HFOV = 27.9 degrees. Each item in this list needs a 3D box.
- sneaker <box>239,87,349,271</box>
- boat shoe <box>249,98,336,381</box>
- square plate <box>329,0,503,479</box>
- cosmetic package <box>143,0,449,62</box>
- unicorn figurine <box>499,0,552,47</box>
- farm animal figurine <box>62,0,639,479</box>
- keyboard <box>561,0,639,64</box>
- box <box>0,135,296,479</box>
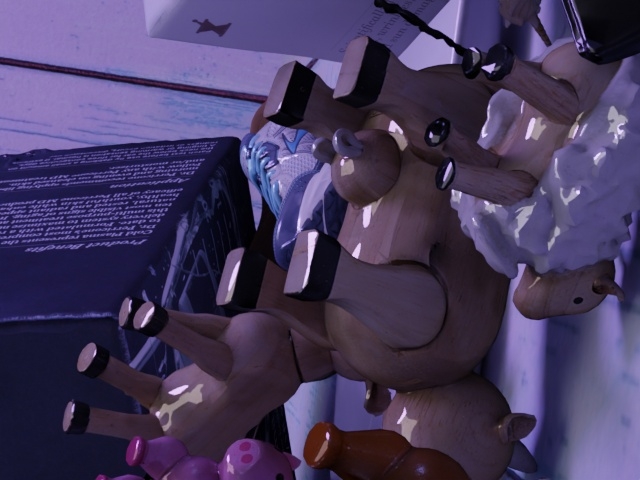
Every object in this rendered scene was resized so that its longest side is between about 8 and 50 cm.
[{"bbox_3d":[-0.017,-0.051,1.168,0.283,0.122,0.110,-69,-22,-58],"label":"sneaker"},{"bbox_3d":[0.000,0.000,1.297,0.110,0.122,0.341,50,-149,-49],"label":"boat shoe"},{"bbox_3d":[0.067,0.002,0.918,0.344,0.049,0.347,125,152,-77],"label":"square plate"},{"bbox_3d":[-0.008,-0.312,0.689,0.217,0.156,0.385,-41,53,55],"label":"cosmetic package"},{"bbox_3d":[0.117,-0.176,0.646,0.162,0.060,0.111,133,140,-74],"label":"unicorn figurine"},{"bbox_3d":[0.027,0.049,0.652,0.330,0.172,0.326,24,92,61],"label":"farm animal figurine"},{"bbox_3d":[0.128,-0.165,0.512,0.038,0.100,0.192,19,-126,-53],"label":"keyboard"},{"bbox_3d":[-0.216,0.200,1.211,0.472,0.297,0.480,-67,-29,-67],"label":"box"}]
